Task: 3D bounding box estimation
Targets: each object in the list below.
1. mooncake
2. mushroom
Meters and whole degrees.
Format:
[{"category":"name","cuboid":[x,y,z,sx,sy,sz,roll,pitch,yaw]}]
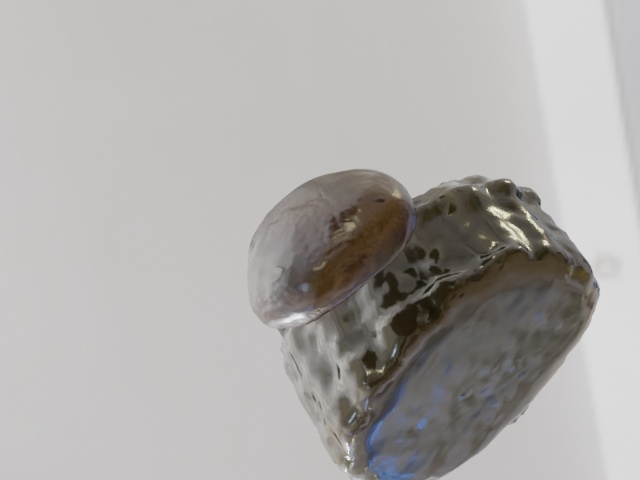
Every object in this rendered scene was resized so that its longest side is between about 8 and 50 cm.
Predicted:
[{"category":"mooncake","cuboid":[0.078,0.058,1.186,0.228,0.124,0.228,-27,-33,-19]},{"category":"mushroom","cuboid":[0.000,0.000,1.010,0.052,0.123,0.123,49,-122,-24]}]
